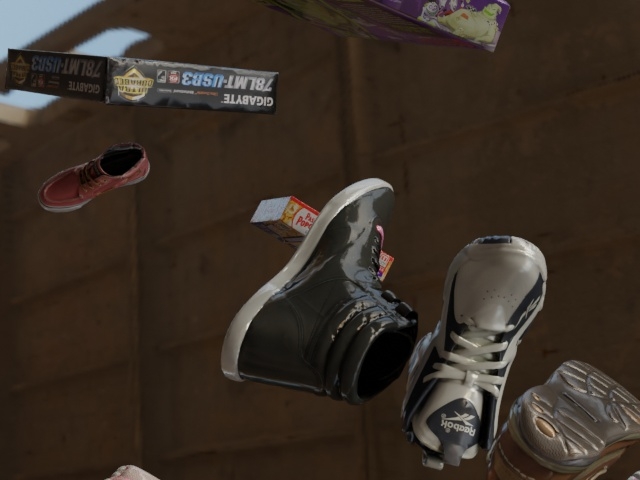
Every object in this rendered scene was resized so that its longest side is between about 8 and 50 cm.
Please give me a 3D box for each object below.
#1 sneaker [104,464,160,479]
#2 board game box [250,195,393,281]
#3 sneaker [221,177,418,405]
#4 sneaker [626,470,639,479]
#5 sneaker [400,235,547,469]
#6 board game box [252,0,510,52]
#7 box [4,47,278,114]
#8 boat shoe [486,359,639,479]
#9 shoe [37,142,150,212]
[{"bbox_3d":[-0.183,0.221,0.924,0.070,0.134,0.051,-109,-151,-52],"label":"sneaker"},{"bbox_3d":[0.000,0.000,1.767,0.045,0.193,0.147,-62,-161,-11],"label":"board game box"},{"bbox_3d":[0.042,0.052,1.078,0.147,0.295,0.104,20,-47,20],"label":"sneaker"},{"bbox_3d":[0.369,0.368,1.371,0.095,0.236,0.104,43,-43,16],"label":"sneaker"},{"bbox_3d":[0.133,0.116,0.993,0.235,0.094,0.153,121,-15,-45],"label":"sneaker"},{"bbox_3d":[0.000,-0.234,1.027,0.056,0.208,0.347,-67,-157,3],"label":"board game box"},{"bbox_3d":[-0.265,-0.233,1.663,0.296,0.293,0.073,12,-79,47],"label":"box"},{"bbox_3d":[0.268,0.215,1.240,0.123,0.324,0.116,44,-67,27],"label":"boat shoe"},{"bbox_3d":[-0.346,-0.099,1.709,0.081,0.178,0.063,115,-47,-75],"label":"shoe"}]
